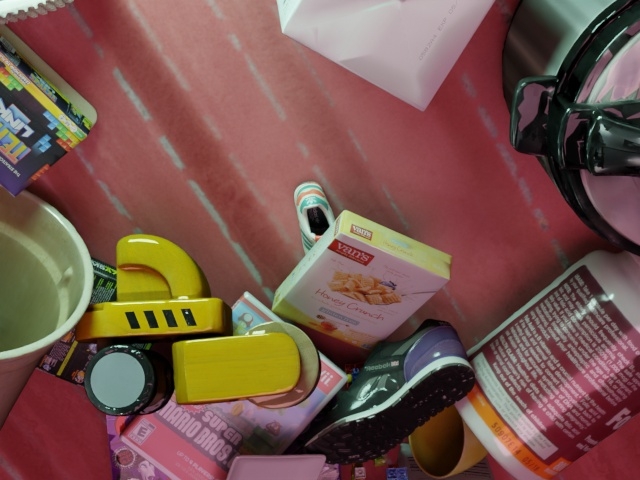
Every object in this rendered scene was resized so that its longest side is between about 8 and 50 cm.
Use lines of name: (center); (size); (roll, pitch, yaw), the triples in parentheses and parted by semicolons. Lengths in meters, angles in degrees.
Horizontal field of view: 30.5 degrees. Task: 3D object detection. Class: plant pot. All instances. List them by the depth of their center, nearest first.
plant pot: (-0.503, 0.128, 1.566); (0.334, 0.333, 0.305); (17, 129, -13)
plant pot: (0.215, 0.299, 1.819); (0.095, 0.134, 0.134); (5, 118, -35)

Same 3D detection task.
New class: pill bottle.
pill bottle: (0.396, 0.158, 1.702); (0.392, 0.224, 0.224); (-41, 112, 15)

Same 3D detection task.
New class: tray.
tray: (-0.099, 0.408, 1.740); (0.145, 0.030, 0.270); (4, 123, -26)

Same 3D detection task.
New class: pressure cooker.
pressure cooker: (0.440, -0.174, 1.439); (0.370, 0.420, 0.375); (-40, 112, 14)

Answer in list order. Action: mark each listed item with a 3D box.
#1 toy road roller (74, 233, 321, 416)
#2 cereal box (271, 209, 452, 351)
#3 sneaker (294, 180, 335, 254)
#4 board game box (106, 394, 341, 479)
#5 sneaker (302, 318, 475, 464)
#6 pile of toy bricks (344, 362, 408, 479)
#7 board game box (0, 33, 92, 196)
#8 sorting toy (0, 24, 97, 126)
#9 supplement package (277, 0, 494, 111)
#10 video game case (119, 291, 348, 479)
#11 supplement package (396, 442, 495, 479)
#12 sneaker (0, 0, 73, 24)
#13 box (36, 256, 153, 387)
toy road roller: (-0.168, 0.113, 1.592); (0.330, 0.202, 0.240); (-3, 82, 1)
cereal box: (0.055, 0.063, 1.664); (0.173, 0.047, 0.240); (22, 143, -14)
sneaker: (0.000, 0.000, 1.673); (0.057, 0.075, 0.161); (-14, 116, 2)
board game box: (-0.143, 0.323, 1.774); (0.347, 0.056, 0.208); (-5, 98, -7)
sneaker: (0.093, 0.221, 1.717); (0.283, 0.124, 0.107); (-33, 131, 16)
pile of toy bricks: (0.087, 0.298, 1.808); (0.118, 0.105, 0.212); (-4, 75, -5)
board game box: (-0.410, -0.162, 1.533); (0.141, 0.048, 0.170); (-38, 113, 16)
sorting toy: (-0.438, -0.162, 1.577); (0.208, 0.038, 0.193); (-40, 112, 13)
supplement package: (0.077, -0.322, 1.421); (0.198, 0.262, 0.199); (27, 110, -16)
video game case: (-0.127, 0.245, 1.725); (0.204, 0.025, 0.285); (41, 93, -13)
supplement package: (0.191, 0.461, 1.841); (0.149, 0.203, 0.194); (6, 115, -8)
sneaker: (-0.429, -0.339, 1.460); (0.293, 0.102, 0.146); (-17, 99, -5)
box: (-0.335, 0.125, 1.722); (0.184, 0.045, 0.190); (23, 111, -18)
